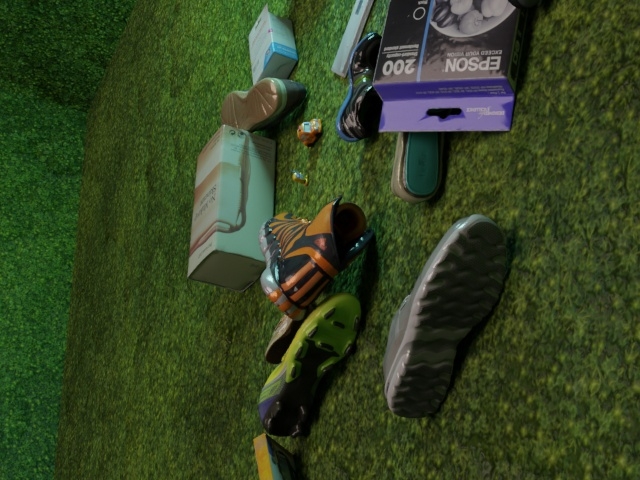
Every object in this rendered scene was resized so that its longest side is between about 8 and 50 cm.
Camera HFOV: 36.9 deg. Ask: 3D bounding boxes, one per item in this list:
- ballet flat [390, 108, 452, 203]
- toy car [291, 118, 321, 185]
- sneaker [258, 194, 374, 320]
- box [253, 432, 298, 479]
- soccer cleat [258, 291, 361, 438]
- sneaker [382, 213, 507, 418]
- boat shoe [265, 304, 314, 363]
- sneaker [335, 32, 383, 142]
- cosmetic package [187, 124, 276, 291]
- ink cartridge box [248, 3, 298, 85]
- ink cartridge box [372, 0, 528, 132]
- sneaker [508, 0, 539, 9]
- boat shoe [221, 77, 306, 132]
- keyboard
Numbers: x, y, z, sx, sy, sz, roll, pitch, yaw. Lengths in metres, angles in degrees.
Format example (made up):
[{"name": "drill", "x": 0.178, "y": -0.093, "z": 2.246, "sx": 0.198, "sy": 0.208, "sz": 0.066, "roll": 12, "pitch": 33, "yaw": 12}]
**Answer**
[{"name": "ballet flat", "x": 0.146, "y": -0.174, "z": 1.384, "sx": 0.086, "sy": 0.086, "sz": 0.248, "roll": 0, "pitch": 78, "yaw": 65}, {"name": "toy car", "x": -0.028, "y": -0.170, "z": 1.794, "sx": 0.060, "sy": 0.040, "sz": 0.122, "roll": -30, "pitch": 50, "yaw": 58}, {"name": "sneaker", "x": 0.000, "y": 0.000, "z": 1.560, "sx": 0.180, "sy": 0.124, "sz": 0.321, "roll": -42, "pitch": 21, "yaw": 12}, {"name": "box", "x": -0.065, "y": 0.378, "z": 1.510, "sx": 0.028, "sy": 0.081, "sz": 0.136, "roll": -34, "pitch": 39, "yaw": 12}, {"name": "soccer cleat", "x": -0.027, "y": 0.185, "z": 1.526, "sx": 0.289, "sy": 0.093, "sz": 0.121, "roll": -63, "pitch": 24, "yaw": 26}, {"name": "sneaker", "x": 0.136, "y": 0.083, "z": 1.213, "sx": 0.281, "sy": 0.105, "sz": 0.115, "roll": -66, "pitch": 26, "yaw": 21}, {"name": "boat shoe", "x": -0.053, "y": 0.156, "z": 1.659, "sx": 0.135, "sy": 0.050, "sz": 0.045, "roll": -53, "pitch": 28, "yaw": 21}, {"name": "sneaker", "x": 0.082, "y": -0.252, "z": 1.594, "sx": 0.078, "sy": 0.067, "sz": 0.188, "roll": 6, "pitch": 79, "yaw": 44}, {"name": "cosmetic package", "x": -0.180, "y": -0.065, "z": 1.956, "sx": 0.153, "sy": 0.129, "sz": 0.296, "roll": -42, "pitch": 40, "yaw": 49}, {"name": "ink cartridge box", "x": -0.104, "y": -0.416, "z": 2.076, "sx": 0.104, "sy": 0.061, "sz": 0.181, "roll": -54, "pitch": 32, "yaw": 39}, {"name": "ink cartridge box", "x": 0.172, "y": -0.250, "z": 1.296, "sx": 0.206, "sy": 0.045, "sz": 0.208, "roll": 3, "pitch": 78, "yaw": 35}, {"name": "sneaker", "x": 0.292, "y": -0.399, "z": 1.186, "sx": 0.098, "sy": 0.083, "sz": 0.224, "roll": 18, "pitch": 92, "yaw": 61}, {"name": "boat shoe", "x": -0.123, "y": -0.275, "z": 2.002, "sx": 0.285, "sy": 0.092, "sz": 0.103, "roll": -16, "pitch": 80, "yaw": 60}, {"name": "keyboard", "x": 0.076, "y": -0.426, "z": 1.755, "sx": 0.072, "sy": 0.014, "sz": 0.256, "roll": -128, "pitch": 56, "yaw": -67}]
